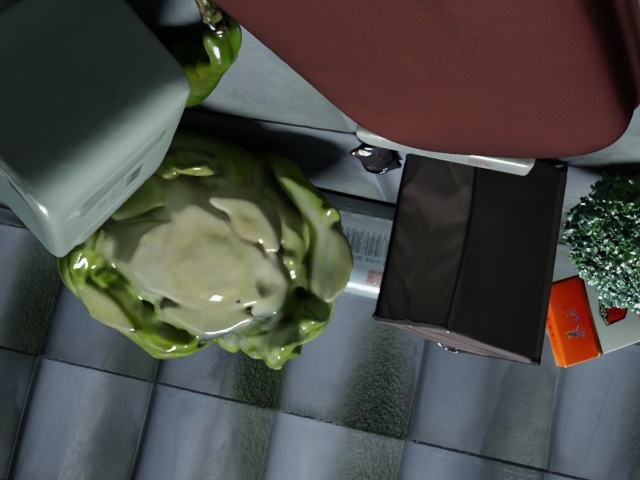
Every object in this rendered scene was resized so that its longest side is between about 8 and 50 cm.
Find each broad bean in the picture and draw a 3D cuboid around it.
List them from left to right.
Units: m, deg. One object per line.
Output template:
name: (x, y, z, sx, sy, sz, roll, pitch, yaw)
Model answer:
broad bean: (-0.147, -0.191, 0.845, 0.098, 0.056, 0.318, 43, 159, -8)

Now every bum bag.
bum bag: (0.076, -0.113, 1.094, 0.058, 0.034, 0.124, -5, 167, 16)

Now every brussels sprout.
brussels sprout: (-0.175, 0.002, 1.246, 0.426, 0.342, 0.361, 17, -167, -9)

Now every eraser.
eraser: (0.063, 0.009, 1.442, 0.227, 0.174, 0.081, 12, 165, 1)

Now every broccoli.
broccoli: (0.425, -0.002, 0.999, 0.194, 0.219, 0.194, -29, 174, -4)

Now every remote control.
remote control: (0.133, -0.103, 0.858, 0.190, 0.029, 0.087, 12, -179, 11)

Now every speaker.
speaker: (-0.271, -0.116, 0.860, 0.183, 0.184, 0.406, 49, 164, -5)

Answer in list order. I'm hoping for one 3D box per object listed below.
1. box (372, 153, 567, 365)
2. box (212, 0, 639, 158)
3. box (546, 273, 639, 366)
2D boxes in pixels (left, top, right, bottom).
box: (0.187, 0.012, 1.020, 0.153, 0.252, 0.188, 17, 171, -25)
box: (0.075, -0.161, 0.532, 0.263, 0.108, 0.404, 8, 170, 28)
box: (0.481, 0.109, 1.324, 0.245, 0.139, 0.035, -14, 180, -18)
